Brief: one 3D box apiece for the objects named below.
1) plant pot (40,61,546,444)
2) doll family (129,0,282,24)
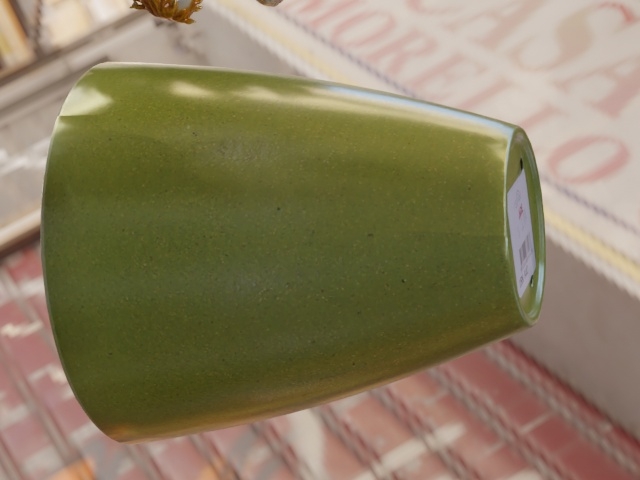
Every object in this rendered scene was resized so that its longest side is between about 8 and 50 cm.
[{"bbox_3d":[0.000,0.000,1.213,0.275,0.293,0.275,-4,90,-73],"label":"plant pot"},{"bbox_3d":[-0.113,-0.245,1.262,0.118,0.263,0.163,17,-86,49],"label":"doll family"}]
